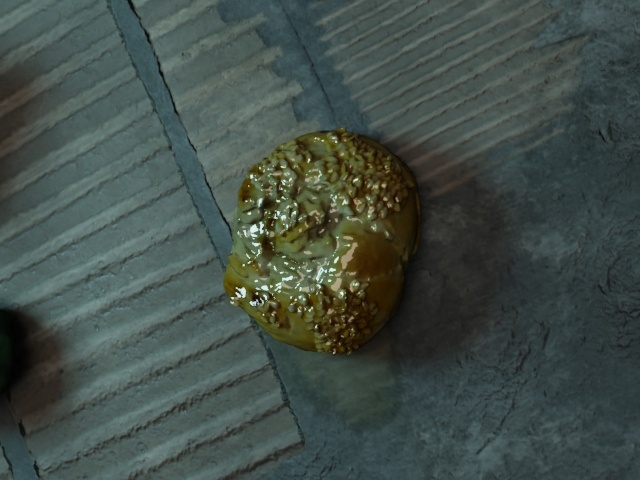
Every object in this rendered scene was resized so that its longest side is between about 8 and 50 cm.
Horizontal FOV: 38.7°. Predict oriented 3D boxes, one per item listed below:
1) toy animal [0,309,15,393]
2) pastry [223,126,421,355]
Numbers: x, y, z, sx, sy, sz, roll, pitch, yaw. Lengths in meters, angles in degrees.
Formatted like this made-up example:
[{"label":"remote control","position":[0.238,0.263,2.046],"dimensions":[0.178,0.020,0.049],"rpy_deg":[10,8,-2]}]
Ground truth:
[{"label":"toy animal","position":[-0.620,0.178,1.342],"dimensions":[0.338,0.191,0.216],"rpy_deg":[-7,87,13]},{"label":"pastry","position":[0.000,0.000,1.221],"dimensions":[0.255,0.162,0.311],"rpy_deg":[12,92,11]}]
